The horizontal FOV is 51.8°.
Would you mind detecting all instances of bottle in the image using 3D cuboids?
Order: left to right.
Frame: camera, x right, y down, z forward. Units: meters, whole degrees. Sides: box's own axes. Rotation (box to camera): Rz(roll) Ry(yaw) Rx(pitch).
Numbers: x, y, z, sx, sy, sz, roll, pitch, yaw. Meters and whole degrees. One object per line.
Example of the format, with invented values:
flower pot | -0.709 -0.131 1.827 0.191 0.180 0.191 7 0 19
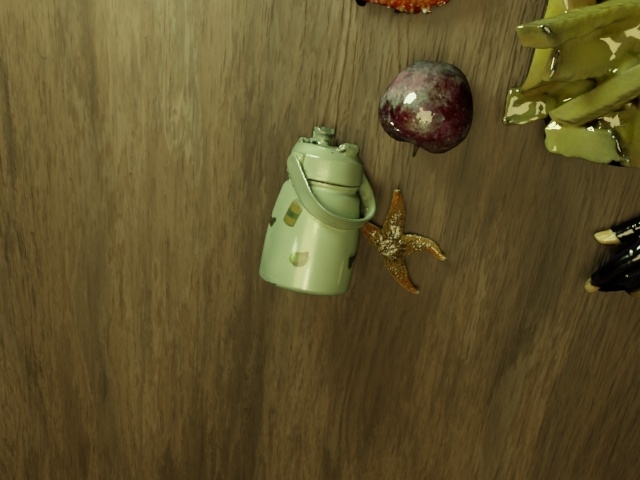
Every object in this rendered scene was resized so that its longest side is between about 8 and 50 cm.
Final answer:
bottle | 0.004 -0.067 1.446 0.229 0.229 0.351 14 101 6

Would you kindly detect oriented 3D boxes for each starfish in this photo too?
starfish | 0.194 0.006 1.532 0.138 0.050 0.247 -31 110 21

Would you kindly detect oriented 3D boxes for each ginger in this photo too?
ginger | 0.521 -0.281 1.202 0.413 0.211 0.358 39 117 -3

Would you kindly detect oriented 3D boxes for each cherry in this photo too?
cherry | 0.217 -0.273 1.340 0.195 0.195 0.195 4 113 10

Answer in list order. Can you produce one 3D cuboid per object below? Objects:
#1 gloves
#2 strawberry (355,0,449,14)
gloves | 0.699 0.032 1.391 0.301 0.152 0.197 -40 72 37
strawberry | 0.121 -0.570 1.279 0.306 0.137 0.233 35 138 -31
